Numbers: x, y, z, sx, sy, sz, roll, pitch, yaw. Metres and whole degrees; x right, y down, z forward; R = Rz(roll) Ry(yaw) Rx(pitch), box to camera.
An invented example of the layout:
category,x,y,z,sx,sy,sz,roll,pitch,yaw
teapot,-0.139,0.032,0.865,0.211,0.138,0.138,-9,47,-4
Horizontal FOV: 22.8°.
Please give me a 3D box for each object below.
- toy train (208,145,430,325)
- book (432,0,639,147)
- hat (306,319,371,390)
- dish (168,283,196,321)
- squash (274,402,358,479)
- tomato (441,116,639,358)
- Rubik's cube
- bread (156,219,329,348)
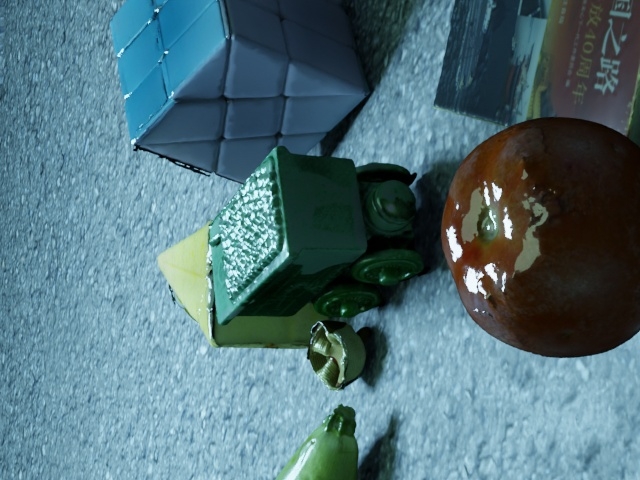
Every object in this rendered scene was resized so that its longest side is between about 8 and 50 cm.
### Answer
category,x,y,z,sx,sy,sz,roll,pitch,yaw
toy train,0.000,0.000,1.807,0.266,0.202,0.145,135,133,-58
book,0.229,-0.233,1.571,0.374,0.028,0.262,-152,71,-64
hat,0.026,0.134,1.897,0.076,0.059,0.077,46,133,39
dish,-0.170,0.052,2.309,0.148,0.080,0.207,-68,31,31
squash,-0.027,0.353,1.907,0.370,0.118,0.118,-64,32,30
tomato,0.213,-0.003,1.369,0.208,0.184,0.208,-21,65,55
Rubik's cube,-0.105,-0.232,1.993,0.231,0.221,0.224,-42,46,33
bread,-0.106,0.077,2.074,0.264,0.168,0.163,153,118,-65
